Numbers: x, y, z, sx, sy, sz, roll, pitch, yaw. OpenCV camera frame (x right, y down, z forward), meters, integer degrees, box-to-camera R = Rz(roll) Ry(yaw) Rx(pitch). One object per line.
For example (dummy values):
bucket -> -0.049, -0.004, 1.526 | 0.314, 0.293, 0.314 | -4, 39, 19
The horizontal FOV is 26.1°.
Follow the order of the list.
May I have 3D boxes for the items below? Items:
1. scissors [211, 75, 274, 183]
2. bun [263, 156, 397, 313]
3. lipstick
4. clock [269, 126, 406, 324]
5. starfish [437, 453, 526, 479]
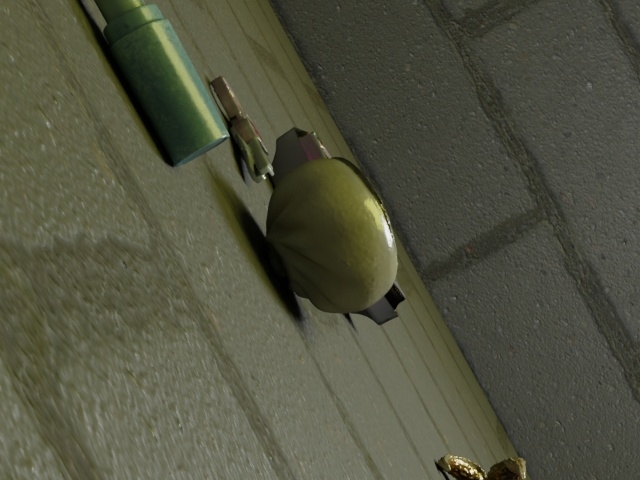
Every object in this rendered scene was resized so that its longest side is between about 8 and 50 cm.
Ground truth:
scissors -> -0.090, -0.126, 1.740 | 0.118, 0.030, 0.242 | 58, 3, -28
bun -> 0.000, 0.000, 1.491 | 0.173, 0.119, 0.173 | 53, -25, 38
lipstick -> -0.173, -0.201, 1.259 | 0.274, 0.061, 0.068 | 61, 8, 0
clock -> 0.020, -0.015, 1.889 | 0.186, 0.083, 0.253 | 53, 10, -50
starfish -> 0.264, 0.367, 1.982 | 0.238, 0.216, 0.071 | 28, 49, -13
